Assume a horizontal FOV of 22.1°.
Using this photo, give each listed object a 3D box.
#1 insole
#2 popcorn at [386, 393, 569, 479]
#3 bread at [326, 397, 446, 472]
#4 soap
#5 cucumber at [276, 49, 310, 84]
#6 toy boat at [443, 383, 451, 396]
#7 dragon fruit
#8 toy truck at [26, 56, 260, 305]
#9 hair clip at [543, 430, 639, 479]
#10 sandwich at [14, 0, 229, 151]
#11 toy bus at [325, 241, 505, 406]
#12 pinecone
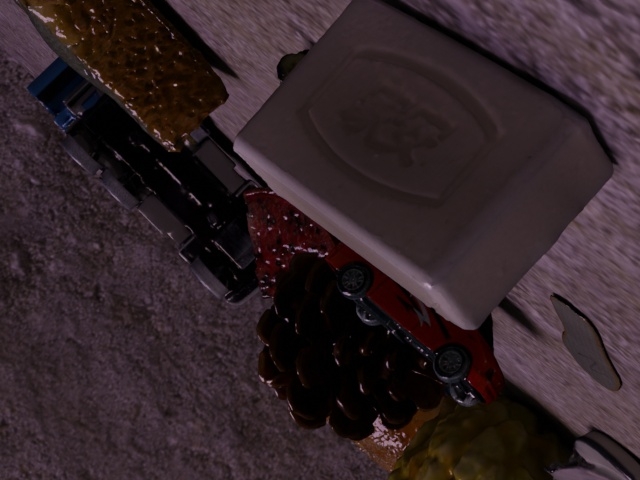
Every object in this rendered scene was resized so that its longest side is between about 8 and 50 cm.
[{"bbox_3d":[0.210,0.085,1.300,0.064,0.004,0.188,39,173,27],"label":"insole"},{"bbox_3d":[0.194,0.296,1.859,0.258,0.224,0.270,28,159,42],"label":"popcorn"},{"bbox_3d":[0.085,0.203,2.181,0.305,0.159,0.305,41,174,5],"label":"bread"},{"bbox_3d":[0.052,-0.046,0.883,0.183,0.121,0.064,36,171,42],"label":"soap"},{"bbox_3d":[-0.006,-0.102,1.238,0.039,0.043,0.163,22,168,11],"label":"cucumber"},{"bbox_3d":[0.106,0.118,1.954,0.173,0.059,0.069,47,177,35],"label":"toy boat"},{"bbox_3d":[0.000,-0.002,1.777,0.127,0.120,0.161,-4,-178,23],"label":"dragon fruit"},{"bbox_3d":[-0.187,-0.093,2.002,0.367,0.146,0.175,47,-179,-10],"label":"toy truck"},{"bbox_3d":[0.299,0.246,1.636,0.140,0.054,0.220,49,170,-13],"label":"hair clip"},{"bbox_3d":[-0.246,-0.238,1.585,0.301,0.099,0.271,45,174,-26],"label":"sandwich"},{"bbox_3d":[0.097,0.061,1.456,0.195,0.089,0.081,41,174,29],"label":"toy bus"},{"bbox_3d":[0.045,0.098,1.609,0.208,0.208,0.208,43,174,6],"label":"pinecone"}]
